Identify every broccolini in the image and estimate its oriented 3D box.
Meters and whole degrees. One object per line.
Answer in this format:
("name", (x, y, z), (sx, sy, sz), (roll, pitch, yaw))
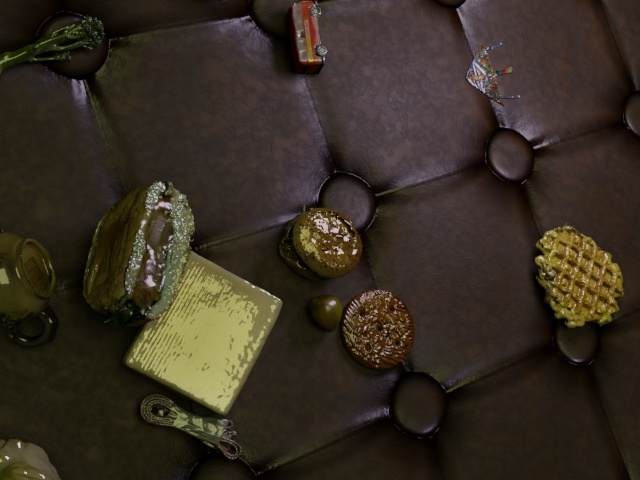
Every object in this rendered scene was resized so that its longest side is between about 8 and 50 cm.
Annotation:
("broccolini", (-0.624, -0.359, 1.662), (0.392, 0.079, 0.074), (-34, 103, -17))

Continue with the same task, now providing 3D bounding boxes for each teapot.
("teapot", (-0.606, 0.091, 1.522), (0.183, 0.173, 0.269), (-18, 110, 8))

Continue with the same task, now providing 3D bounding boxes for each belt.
("belt", (-0.263, 0.377, 1.643), (0.232, 0.053, 0.071), (28, 66, -15))

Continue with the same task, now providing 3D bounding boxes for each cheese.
("cheese", (-0.241, 0.193, 1.648), (0.243, 0.124, 0.265), (28, 70, -4))

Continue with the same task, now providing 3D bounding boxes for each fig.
("fig", (0.014, 0.164, 1.793), (0.074, 0.074, 0.087), (-25, 107, -25))

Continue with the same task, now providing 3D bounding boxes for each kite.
("kite", (0.451, -0.443, 2.132), (0.160, 0.010, 0.182), (-15, 84, -24))

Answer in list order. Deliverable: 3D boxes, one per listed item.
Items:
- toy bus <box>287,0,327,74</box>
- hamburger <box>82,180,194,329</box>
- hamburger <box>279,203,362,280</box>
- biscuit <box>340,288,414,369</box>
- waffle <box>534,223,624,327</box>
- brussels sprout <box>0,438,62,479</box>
("toy bus", (-0.036, -0.486, 1.910), (0.077, 0.079, 0.174), (-6, 81, -13))
("hamburger", (-0.372, 0.039, 1.583), (0.133, 0.211, 0.308), (27, 61, -39))
("hamburger", (0.000, 0.000, 1.798), (0.177, 0.113, 0.185), (-19, 87, -23))
("biscuit", (0.134, 0.204, 1.855), (0.188, 0.027, 0.187), (4, 78, -21))
("waffle", (0.671, 0.092, 2.082), (0.262, 0.060, 0.280), (-16, 86, -27))
("brussels sprout", (-0.551, 0.523, 1.405), (0.274, 0.242, 0.316), (24, 64, 10))
